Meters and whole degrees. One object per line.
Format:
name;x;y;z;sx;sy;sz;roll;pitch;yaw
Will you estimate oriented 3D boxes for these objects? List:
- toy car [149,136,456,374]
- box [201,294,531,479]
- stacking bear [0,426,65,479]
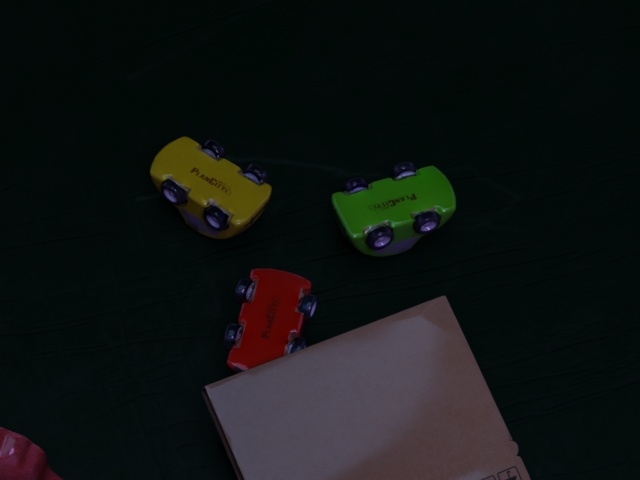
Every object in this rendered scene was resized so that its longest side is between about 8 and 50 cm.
toy car;0.000;0.000;1.580;0.225;0.053;0.239;-16;57;-14
box;0.035;0.147;1.465;0.201;0.021;0.164;-20;75;-16
stacking bear;-0.265;0.282;1.307;0.164;0.175;0.289;0;61;29
